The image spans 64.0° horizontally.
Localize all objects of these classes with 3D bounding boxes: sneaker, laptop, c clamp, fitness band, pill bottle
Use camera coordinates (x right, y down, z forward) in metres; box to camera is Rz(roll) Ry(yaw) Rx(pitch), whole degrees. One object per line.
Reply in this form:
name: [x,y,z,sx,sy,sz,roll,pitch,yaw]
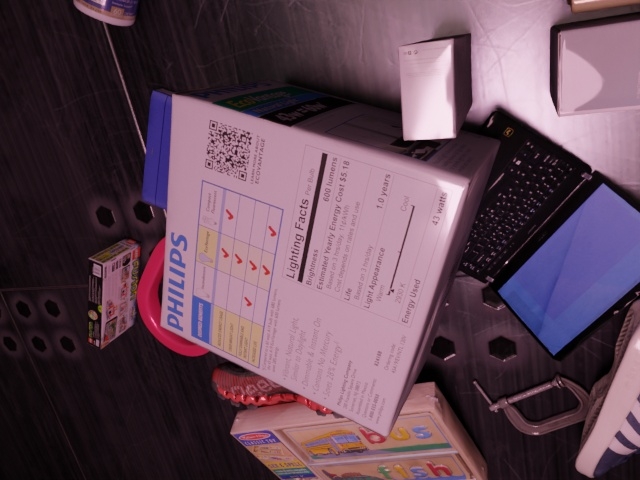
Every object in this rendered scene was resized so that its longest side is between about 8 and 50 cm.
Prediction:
sneaker: [-0.065,0.215,0.868,0.276,0.097,0.135,-2,107,21]
laptop: [0.283,0.001,0.701,0.265,0.136,0.234,27,120,-12]
sneaker: [0.453,0.236,0.689,0.148,0.131,0.349,17,137,24]
c clamp: [0.361,0.269,0.856,0.161,0.022,0.137,-29,100,28]
fitness band: [-0.253,0.102,1.013,0.209,0.054,0.290,37,119,6]
pill bottle: [-0.313,-0.428,0.780,0.094,0.094,0.169,31,120,7]

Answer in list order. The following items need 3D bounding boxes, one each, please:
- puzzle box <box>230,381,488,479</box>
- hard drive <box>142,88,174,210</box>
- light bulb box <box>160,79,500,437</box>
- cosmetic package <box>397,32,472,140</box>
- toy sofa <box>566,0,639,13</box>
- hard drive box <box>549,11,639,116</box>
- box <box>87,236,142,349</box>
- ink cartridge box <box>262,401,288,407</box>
puzzle box: [0.070,0.387,0.955,0.409,0.052,0.272,-18,124,27]
hard drive: [-0.157,-0.111,0.886,0.319,0.040,0.210,22,118,12]
light bulb box: [0.000,0.000,0.703,0.361,0.225,0.357,21,118,19]
cosmetic package: [0.145,-0.192,0.618,0.061,0.239,0.098,-1,111,21]
toy sofa: [0.324,-0.422,0.486,0.150,0.177,0.362,0,111,22]
hard drive box: [0.378,-0.205,0.556,0.232,0.181,0.089,0,113,22]
box: [-0.419,0.107,1.041,0.036,0.114,0.206,21,117,13]
ink cartridge box: [-0.062,0.203,0.961,0.134,0.078,0.230,-2,111,21]
